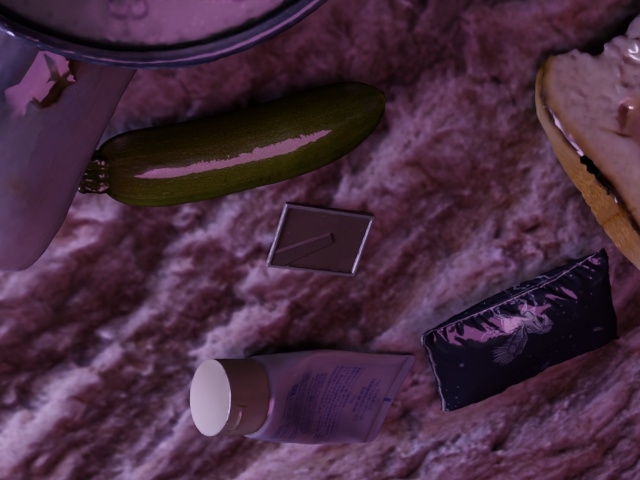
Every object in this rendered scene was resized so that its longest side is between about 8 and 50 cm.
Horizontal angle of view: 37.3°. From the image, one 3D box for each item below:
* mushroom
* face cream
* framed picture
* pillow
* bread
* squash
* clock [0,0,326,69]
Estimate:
[{"bbox_3d":[-0.188,-0.162,0.617,0.177,0.126,0.397,31,104,-9],"label":"mushroom"},{"bbox_3d":[-0.013,0.152,0.918,0.224,0.070,0.114,6,118,-38],"label":"face cream"},{"bbox_3d":[0.000,0.000,0.855,0.089,0.006,0.066,6,117,-24],"label":"framed picture"},{"bbox_3d":[0.206,0.095,0.965,0.208,0.055,0.141,-24,133,-5],"label":"pillow"},{"bbox_3d":[0.325,-0.068,0.816,0.184,0.211,0.224,-34,131,9],"label":"bread"},{"bbox_3d":[-0.068,-0.072,0.750,0.258,0.069,0.069,-15,123,-11],"label":"squash"},{"bbox_3d":[-0.096,-0.248,0.504,0.319,0.066,0.318,-3,107,-9],"label":"clock"}]
